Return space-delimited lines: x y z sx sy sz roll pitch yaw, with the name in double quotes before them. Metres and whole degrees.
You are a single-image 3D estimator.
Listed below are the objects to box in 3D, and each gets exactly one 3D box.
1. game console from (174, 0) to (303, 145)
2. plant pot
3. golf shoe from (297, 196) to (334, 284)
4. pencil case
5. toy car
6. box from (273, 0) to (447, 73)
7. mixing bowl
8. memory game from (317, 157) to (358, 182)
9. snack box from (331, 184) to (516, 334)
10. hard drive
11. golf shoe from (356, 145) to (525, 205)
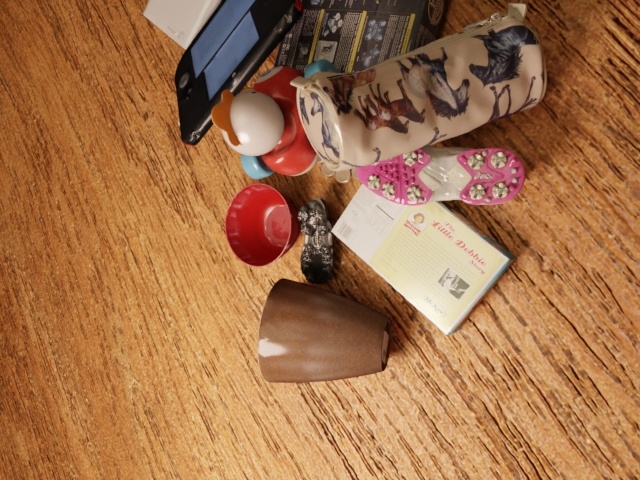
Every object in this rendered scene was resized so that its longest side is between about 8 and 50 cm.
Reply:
"game console" -0.196 -0.431 1.274 0.386 0.060 0.342 -44 36 25
"plant pot" 0.021 0.195 1.176 0.230 0.215 0.215 5 94 16
"golf shoe" 0.000 0.000 1.252 0.077 0.094 0.198 7 119 12
"pencil case" 0.163 -0.249 0.970 0.160 0.410 0.183 -135 27 -66
"toy car" -0.107 -0.230 1.062 0.219 0.238 0.210 -12 83 34
"box" 0.068 -0.402 1.160 0.318 0.097 0.394 16 93 35
"mixing bowl" -0.114 -0.034 1.298 0.181 0.098 0.181 1 91 31
"memory game" 0.059 -0.211 1.212 0.186 0.012 0.186 -1 88 32
"snack box" 0.190 0.006 1.134 0.322 0.060 0.187 43 112 24
"hard drive" -0.311 -0.652 1.445 0.203 0.040 0.307 42 111 24
"golf shoe" 0.218 -0.120 1.063 0.306 0.140 0.115 10 102 25
